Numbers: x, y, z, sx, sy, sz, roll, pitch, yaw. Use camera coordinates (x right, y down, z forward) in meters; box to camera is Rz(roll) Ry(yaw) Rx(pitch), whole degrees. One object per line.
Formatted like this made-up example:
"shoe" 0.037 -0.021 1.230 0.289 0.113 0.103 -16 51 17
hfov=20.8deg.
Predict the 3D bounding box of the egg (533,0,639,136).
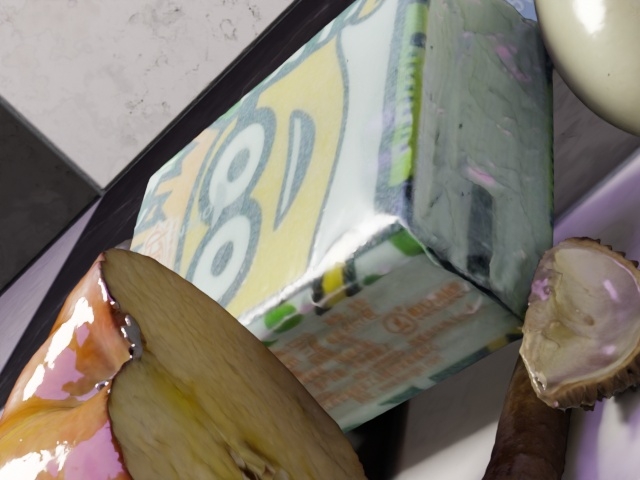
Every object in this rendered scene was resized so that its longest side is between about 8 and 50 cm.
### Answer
"egg" 0.215 -0.162 1.012 0.188 0.188 0.254 -34 22 46

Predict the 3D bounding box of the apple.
"apple" -0.082 0.162 0.846 0.163 0.251 0.293 -39 16 12

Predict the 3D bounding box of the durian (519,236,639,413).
"durian" 0.143 0.044 0.902 0.052 0.066 0.130 -38 24 38

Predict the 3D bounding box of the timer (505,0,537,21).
"timer" 0.221 -0.342 1.526 0.395 0.173 0.395 -42 19 18

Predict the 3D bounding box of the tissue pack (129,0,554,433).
"tissue pack" 0.000 0.000 1.067 0.311 0.128 0.228 -34 36 40

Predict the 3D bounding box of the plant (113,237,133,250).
"plant" -0.094 0.089 1.304 0.178 0.204 0.234 15 38 32

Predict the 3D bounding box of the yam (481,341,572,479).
"yam" 0.107 0.104 0.882 0.045 0.045 0.327 -16 25 23
